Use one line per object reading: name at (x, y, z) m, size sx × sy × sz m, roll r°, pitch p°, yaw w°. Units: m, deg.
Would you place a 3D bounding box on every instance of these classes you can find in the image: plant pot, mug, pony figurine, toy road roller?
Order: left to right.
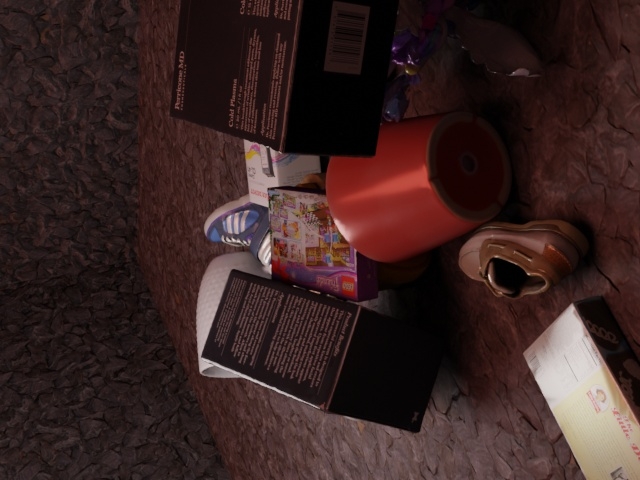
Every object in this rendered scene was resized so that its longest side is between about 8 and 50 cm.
mug at (-0.187, 0.198, 2.662) m, size 0.374 × 0.276 × 0.328 m, roll -20°, pitch 68°, yaw 37°
toy road roller at (0.107, -0.051, 1.925) m, size 0.329 × 0.203 × 0.240 m, roll 60°, pitch 139°, yaw 28°
pony figurine at (0.172, -0.357, 1.528) m, size 0.363 × 0.303 × 0.351 m, roll -46°, pitch 30°, yaw 38°
plant pot at (0.187, -0.108, 1.650) m, size 0.243 × 0.275 × 0.274 m, roll -16°, pitch 85°, yaw 56°

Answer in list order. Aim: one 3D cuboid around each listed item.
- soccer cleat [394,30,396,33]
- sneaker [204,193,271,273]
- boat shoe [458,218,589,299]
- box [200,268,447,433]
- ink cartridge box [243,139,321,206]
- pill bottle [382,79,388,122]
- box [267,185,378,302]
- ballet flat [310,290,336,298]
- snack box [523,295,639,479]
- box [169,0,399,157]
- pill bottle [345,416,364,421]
soccer cleat at (0.120, -0.415, 1.747) m, size 0.060 × 0.179 × 0.072 m, roll -175°, pitch 66°, yaw -84°
sneaker at (-0.190, 0.006, 2.583) m, size 0.323 × 0.130 × 0.236 m, roll -28°, pitch 65°, yaw 33°
boat shoe at (0.312, 0.037, 1.552) m, size 0.113 × 0.103 × 0.302 m, roll 44°, pitch 159°, yaw -10°
box at (0.003, 0.226, 1.924) m, size 0.396 × 0.294 × 0.211 m, roll 14°, pitch 82°, yaw 45°
ink cartridge box at (-0.101, -0.242, 2.339) m, size 0.226 × 0.131 × 0.306 m, roll -160°, pitch 63°, yaw -64°
pill bottle at (0.089, -0.316, 1.943) m, size 0.108 × 0.108 × 0.193 m, roll -141°, pitch 44°, yaw -56°
box at (0.000, 0.000, 1.857) m, size 0.293 × 0.057 × 0.200 m, roll 11°, pitch 106°, yaw 52°
ballet flat at (0.021, 0.164, 2.331) m, size 0.106 × 0.108 × 0.316 m, roll 29°, pitch 128°, yaw 44°
snack box at (0.446, 0.270, 1.446) m, size 0.187 × 0.060 × 0.321 m, roll 115°, pitch 138°, yaw -55°
box at (-0.056, -0.319, 1.367) m, size 0.312 × 0.179 × 0.343 m, roll 23°, pitch 110°, yaw 47°
pill bottle at (0.071, 0.323, 2.174) m, size 0.318 × 0.176 × 0.176 m, roll 10°, pitch 109°, yaw 60°
